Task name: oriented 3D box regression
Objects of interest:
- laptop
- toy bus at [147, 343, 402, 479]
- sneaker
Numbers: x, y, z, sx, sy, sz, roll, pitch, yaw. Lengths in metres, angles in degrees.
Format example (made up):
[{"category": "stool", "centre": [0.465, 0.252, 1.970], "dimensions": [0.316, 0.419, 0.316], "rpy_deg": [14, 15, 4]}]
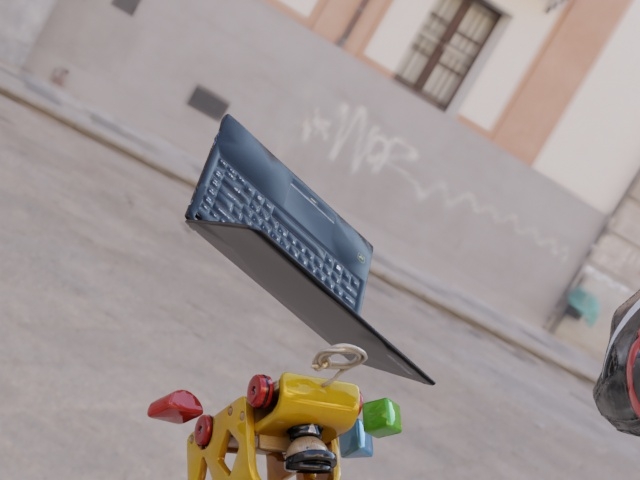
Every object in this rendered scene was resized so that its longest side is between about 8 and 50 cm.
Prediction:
[{"category": "laptop", "centre": [0.000, 0.000, 1.087], "dimensions": [0.234, 0.136, 0.264], "rpy_deg": [43, 37, -24]}, {"category": "toy bus", "centre": [-0.032, 0.182, 0.933], "dimensions": [0.202, 0.191, 0.104], "rpy_deg": [60, 21, -60]}, {"category": "sneaker", "centre": [0.289, 0.041, 0.819], "dimensions": [0.097, 0.276, 0.135], "rpy_deg": [42, -25, 1]}]
